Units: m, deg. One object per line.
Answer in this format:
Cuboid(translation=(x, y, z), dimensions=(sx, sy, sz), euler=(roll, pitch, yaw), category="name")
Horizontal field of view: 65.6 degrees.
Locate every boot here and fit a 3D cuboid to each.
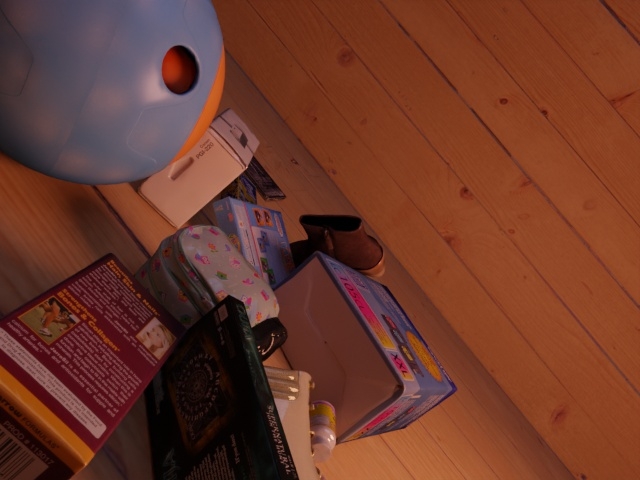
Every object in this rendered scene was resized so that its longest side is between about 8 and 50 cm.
Cuboid(translation=(0.000, 0.000, 0.981), dimensions=(0.207, 0.248, 0.090), euler=(53, 49, -54), category="boot")
Cuboid(translation=(-0.021, 0.224, 0.508), dimensions=(0.213, 0.077, 0.165), euler=(35, 41, -39), category="boot")

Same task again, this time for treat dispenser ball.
Cuboid(translation=(-0.252, -0.206, 0.556), dimensions=(0.288, 0.288, 0.288), euler=(47, 13, -14), category="treat dispenser ball")

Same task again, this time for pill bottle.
Cuboid(translation=(-0.001, 0.256, 0.667), dimensions=(0.043, 0.043, 0.083), euler=(48, 13, -13), category="pill bottle")

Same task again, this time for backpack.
Cuboid(translation=(-0.129, 0.073, 0.590), dimensions=(0.182, 0.115, 0.152), euler=(50, 15, 11), category="backpack")

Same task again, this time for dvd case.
Cuboid(translation=(-0.190, -0.200, 1.384), dimensions=(0.221, 0.018, 0.164), euler=(52, 14, 2), category="dvd case")

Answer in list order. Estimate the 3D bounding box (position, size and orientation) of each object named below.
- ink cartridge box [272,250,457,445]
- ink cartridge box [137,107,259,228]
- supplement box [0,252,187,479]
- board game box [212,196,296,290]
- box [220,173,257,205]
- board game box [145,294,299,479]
Cuboid(translation=(0.094, 0.203, 0.925), dimensions=(0.270, 0.151, 0.395), euler=(57, 13, 28), category="ink cartridge box")
Cuboid(translation=(-0.195, -0.131, 0.840), dimensions=(0.092, 0.158, 0.218), euler=(48, 13, -15), category="ink cartridge box")
Cuboid(translation=(-0.192, 0.095, 0.380), dimensions=(0.104, 0.081, 0.188), euler=(48, 13, -8), category="supplement box")
Cuboid(translation=(-0.107, 0.016, 0.889), dimensions=(0.211, 0.039, 0.160), euler=(10, 63, -70), category="board game box")
Cuboid(translation=(-0.170, -0.083, 1.033), dimensions=(0.059, 0.054, 0.169), euler=(45, 14, -26), category="box")
Cuboid(translation=(-0.098, 0.154, 0.435), dimensions=(0.026, 0.126, 0.186), euler=(38, 18, -43), category="board game box")
